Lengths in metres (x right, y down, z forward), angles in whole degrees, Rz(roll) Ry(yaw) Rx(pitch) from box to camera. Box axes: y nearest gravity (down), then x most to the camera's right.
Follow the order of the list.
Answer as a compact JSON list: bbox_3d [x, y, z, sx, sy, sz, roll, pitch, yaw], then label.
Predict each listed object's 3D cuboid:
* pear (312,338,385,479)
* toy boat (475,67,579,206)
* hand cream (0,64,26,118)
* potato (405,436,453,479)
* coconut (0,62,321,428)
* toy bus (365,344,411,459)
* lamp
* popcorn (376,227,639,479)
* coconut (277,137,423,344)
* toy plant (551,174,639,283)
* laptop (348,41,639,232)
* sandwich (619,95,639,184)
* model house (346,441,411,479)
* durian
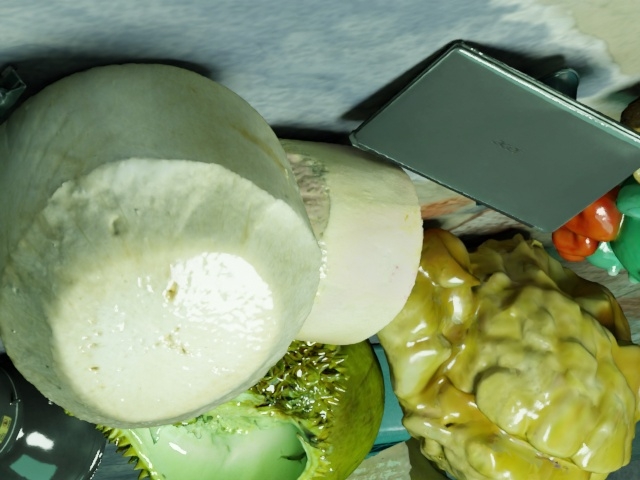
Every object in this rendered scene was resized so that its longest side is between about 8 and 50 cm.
[{"bbox_3d":[-0.051,0.148,1.658,0.212,0.212,0.269,-2,148,-36],"label":"pear"},{"bbox_3d":[0.142,-0.082,1.293,0.055,0.060,0.141,-4,155,-29],"label":"toy boat"},{"bbox_3d":[-0.289,-0.066,1.011,0.248,0.052,0.075,-12,-168,-32],"label":"hand cream"},{"bbox_3d":[0.096,0.384,2.490,0.218,0.351,0.202,-43,126,4],"label":"potato"},{"bbox_3d":[-0.108,-0.004,1.103,0.202,0.222,0.202,-8,123,-12],"label":"coconut"},{"bbox_3d":[-0.033,0.187,1.968,0.256,0.128,0.147,-1,158,-46],"label":"toy bus"},{"bbox_3d":[-0.320,0.153,1.621,0.172,0.147,0.227,4,167,33],"label":"lamp"},{"bbox_3d":[0.162,0.116,1.646,0.225,0.265,0.332,-39,139,13],"label":"popcorn"},{"bbox_3d":[0.000,0.000,1.295,0.147,0.147,0.153,-25,160,36],"label":"coconut"},{"bbox_3d":[0.386,0.018,1.611,0.400,0.279,0.185,26,99,-40],"label":"toy plant"},{"bbox_3d":[0.126,-0.067,1.255,0.180,0.016,0.129,23,139,-26],"label":"laptop"},{"bbox_3d":[0.387,-0.042,1.315,0.288,0.254,0.099,-27,-167,35],"label":"sandwich"},{"bbox_3d":[-0.003,0.276,2.289,0.193,0.174,0.234,-10,154,-13],"label":"model house"},{"bbox_3d":[-0.091,0.100,1.450,0.237,0.176,0.200,36,143,-20],"label":"durian"}]
